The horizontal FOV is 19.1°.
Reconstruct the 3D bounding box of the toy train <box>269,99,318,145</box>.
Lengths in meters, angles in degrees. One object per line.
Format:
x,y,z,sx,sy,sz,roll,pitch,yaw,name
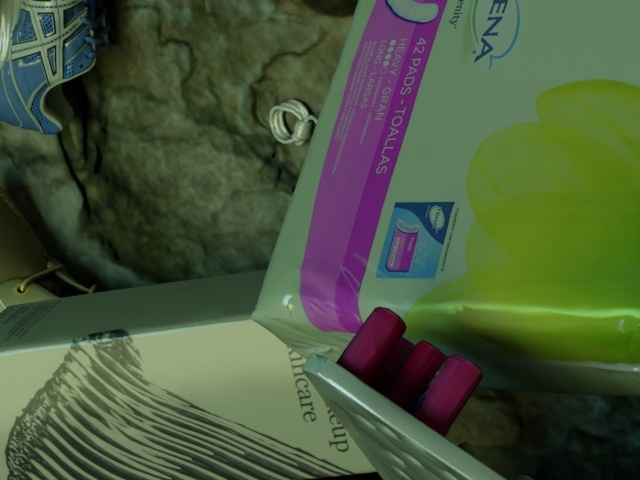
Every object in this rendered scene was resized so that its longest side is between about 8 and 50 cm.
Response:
0.000,0.000,1.191,0.125,0.046,0.166,10,114,34,toy train

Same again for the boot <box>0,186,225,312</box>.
-0.151,0.046,1.293,0.203,0.095,0.262,-24,95,41,boot

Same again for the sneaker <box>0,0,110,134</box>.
-0.169,-0.159,1.248,0.081,0.080,0.211,29,127,-3,sneaker

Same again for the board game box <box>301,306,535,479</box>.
0.195,0.202,0.964,0.390,0.050,0.390,33,170,23,board game box

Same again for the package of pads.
0.129,-0.040,0.970,0.296,0.229,0.101,1,153,37,package of pads

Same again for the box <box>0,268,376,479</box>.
-0.075,0.087,1.154,0.275,0.094,0.113,-10,105,19,box
